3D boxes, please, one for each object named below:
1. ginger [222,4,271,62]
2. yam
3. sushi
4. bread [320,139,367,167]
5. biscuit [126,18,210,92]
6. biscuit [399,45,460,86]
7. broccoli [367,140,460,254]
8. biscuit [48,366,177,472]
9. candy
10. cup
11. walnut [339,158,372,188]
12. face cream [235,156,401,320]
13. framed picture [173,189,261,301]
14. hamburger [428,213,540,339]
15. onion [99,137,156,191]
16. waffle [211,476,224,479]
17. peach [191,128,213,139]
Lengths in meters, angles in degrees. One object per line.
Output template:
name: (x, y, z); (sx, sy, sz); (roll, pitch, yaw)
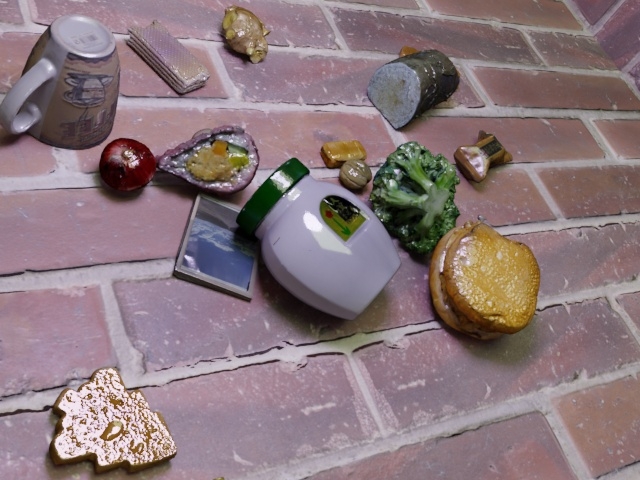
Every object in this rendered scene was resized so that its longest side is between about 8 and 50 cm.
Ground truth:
ginger: (-0.221, -0.609, 2.159); (0.157, 0.102, 0.216); (31, 36, -40)
yam: (0.308, -0.498, 2.324); (0.202, 0.201, 0.271); (50, 40, 12)
sushi: (-0.264, -0.174, 1.755); (0.241, 0.107, 0.161); (-28, 109, -14)
bread: (0.065, -0.244, 2.061); (0.132, 0.053, 0.074); (-7, 58, -32)
biscuit: (-0.413, -0.499, 1.984); (0.239, 0.062, 0.108); (45, 44, 8)
biscuit: (0.380, -0.601, 2.551); (0.236, 0.040, 0.144); (24, 39, -9)
broccoli: (0.263, -0.118, 1.941); (0.265, 0.294, 0.245); (-20, 23, -8)
biscuit: (-0.373, 0.343, 1.336); (0.239, 0.041, 0.212); (29, 39, -7)
candy: (0.517, -0.275, 2.324); (0.143, 0.101, 0.271); (51, 41, 7)
cup: (-0.584, -0.354, 1.631); (0.227, 0.257, 0.301); (40, 47, 8)
walnut: (0.097, -0.183, 2.014); (0.092, 0.092, 0.092); (16, 48, -19)
face cream: (0.000, 0.000, 1.703); (0.357, 0.219, 0.312); (42, 45, 2)
framed picture: (-0.229, 0.009, 1.708); (0.189, 0.023, 0.259); (23, 46, -17)
hamburger: (0.419, 0.097, 1.889); (0.290, 0.170, 0.314); (29, 60, -18)
onion: (-0.437, -0.170, 1.663); (0.131, 0.131, 0.131); (16, 48, -19)
waffle: (-0.178, 0.560, 1.266); (0.291, 0.051, 0.291); (15, 46, -17)
peach: (-0.285, -0.239, 1.834); (0.083, 0.083, 0.083); (16, 48, -19)
